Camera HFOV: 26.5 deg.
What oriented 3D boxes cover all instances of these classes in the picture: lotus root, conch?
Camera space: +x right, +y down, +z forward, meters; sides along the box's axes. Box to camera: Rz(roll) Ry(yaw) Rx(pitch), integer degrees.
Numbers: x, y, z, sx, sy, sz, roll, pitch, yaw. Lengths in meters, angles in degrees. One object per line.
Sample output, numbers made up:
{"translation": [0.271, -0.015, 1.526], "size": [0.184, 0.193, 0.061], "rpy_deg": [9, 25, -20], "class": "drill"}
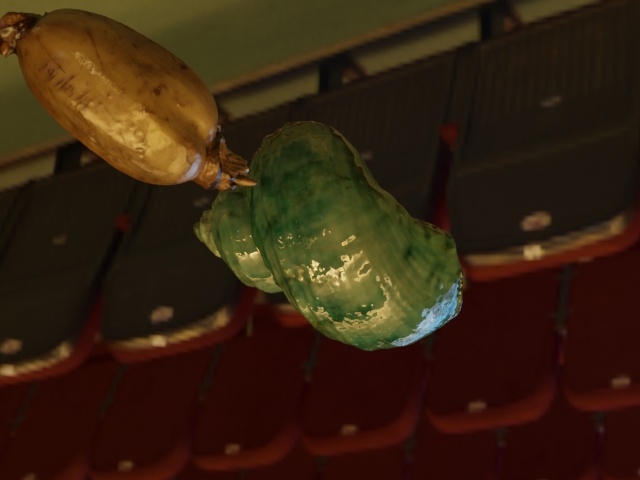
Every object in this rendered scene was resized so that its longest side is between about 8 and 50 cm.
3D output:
{"translation": [-0.094, -0.069, 0.681], "size": [0.152, 0.063, 0.072], "rpy_deg": [35, -178, -15], "class": "lotus root"}
{"translation": [-0.004, 0.000, 1.092], "size": [0.202, 0.134, 0.196], "rpy_deg": [22, 129, 39], "class": "conch"}
